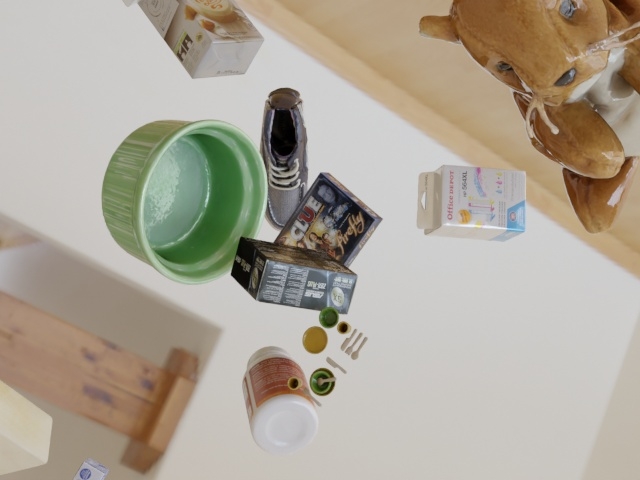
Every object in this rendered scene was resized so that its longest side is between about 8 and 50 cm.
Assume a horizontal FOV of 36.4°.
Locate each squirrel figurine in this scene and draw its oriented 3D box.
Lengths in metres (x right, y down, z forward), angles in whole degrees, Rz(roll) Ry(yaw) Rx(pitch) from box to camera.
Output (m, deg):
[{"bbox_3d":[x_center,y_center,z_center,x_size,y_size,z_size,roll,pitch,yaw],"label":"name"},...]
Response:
[{"bbox_3d":[0.266,-0.252,1.110,0.370,0.397,0.281,14,139,-44],"label":"squirrel figurine"}]

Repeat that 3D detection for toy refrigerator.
[{"bbox_3d":[-0.543,0.268,1.526,0.102,0.094,0.269,-17,140,15],"label":"toy refrigerator"}]

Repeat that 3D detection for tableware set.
[{"bbox_3d":[0.001,0.194,1.639,0.104,0.154,0.024,38,-173,24],"label":"tableware set"}]

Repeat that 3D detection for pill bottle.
[{"bbox_3d":[-0.078,0.283,1.769,0.121,0.121,0.216,30,-166,-21],"label":"pill bottle"}]

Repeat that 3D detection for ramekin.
[{"bbox_3d":[-0.256,-0.081,1.799,0.148,0.303,0.303,16,164,41],"label":"ramekin"}]

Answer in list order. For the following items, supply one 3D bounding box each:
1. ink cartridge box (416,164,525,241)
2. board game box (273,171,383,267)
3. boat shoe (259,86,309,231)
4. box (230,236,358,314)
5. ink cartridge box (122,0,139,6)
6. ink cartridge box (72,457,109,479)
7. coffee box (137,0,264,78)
[{"bbox_3d":[0.214,-0.053,1.408,0.143,0.092,0.090,3,171,-10],"label":"ink cartridge box"},{"bbox_3d":[0.000,0.000,2.066,0.165,0.243,0.042,41,-160,21],"label":"board game box"},{"bbox_3d":[-0.089,-0.164,2.199,0.127,0.341,0.158,-2,-161,2],"label":"boat shoe"},{"bbox_3d":[-0.048,0.062,1.723,0.180,0.078,0.147,10,-169,-27],"label":"box"},{"bbox_3d":[-0.241,-0.584,1.478,0.384,0.160,0.279,-31,102,41],"label":"ink cartridge box"},{"bbox_3d":[-0.439,0.478,1.668,0.046,0.207,0.097,30,168,-2],"label":"ink cartridge box"},{"bbox_3d":[-0.244,-0.441,1.912,0.246,0.141,0.098,53,131,20],"label":"coffee box"}]
